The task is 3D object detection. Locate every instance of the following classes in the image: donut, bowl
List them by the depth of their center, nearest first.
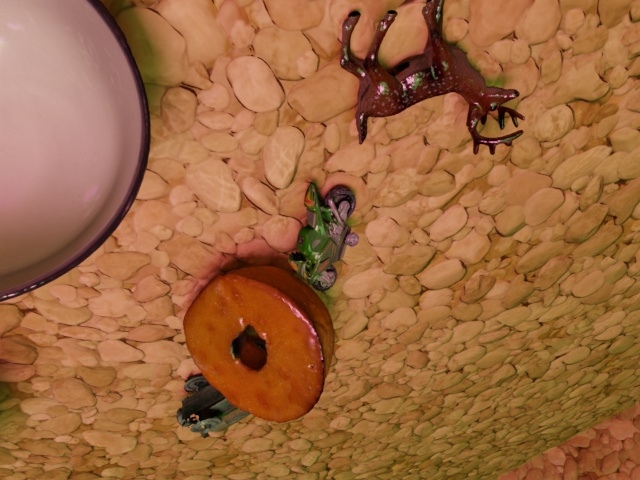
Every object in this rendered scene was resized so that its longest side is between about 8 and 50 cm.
[{"bbox_3d":[-0.364,-0.109,0.457,0.353,0.355,0.185,11,170,-26],"label":"bowl"},{"bbox_3d":[-0.100,0.174,0.814,0.302,0.110,0.303,12,117,24],"label":"donut"}]

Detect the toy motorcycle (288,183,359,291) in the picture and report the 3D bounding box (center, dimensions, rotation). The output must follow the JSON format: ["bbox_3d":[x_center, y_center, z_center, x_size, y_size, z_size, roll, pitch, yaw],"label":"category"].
[{"bbox_3d":[0.000,0.000,0.768,0.106,0.074,0.191,0,110,-34],"label":"toy motorcycle"}]

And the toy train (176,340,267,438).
[{"bbox_3d":[-0.171,0.344,1.014,0.307,0.127,0.189,-34,132,14],"label":"toy train"}]

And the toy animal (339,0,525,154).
[{"bbox_3d":[0.160,-0.222,0.646,0.243,0.087,0.260,-12,137,12],"label":"toy animal"}]
